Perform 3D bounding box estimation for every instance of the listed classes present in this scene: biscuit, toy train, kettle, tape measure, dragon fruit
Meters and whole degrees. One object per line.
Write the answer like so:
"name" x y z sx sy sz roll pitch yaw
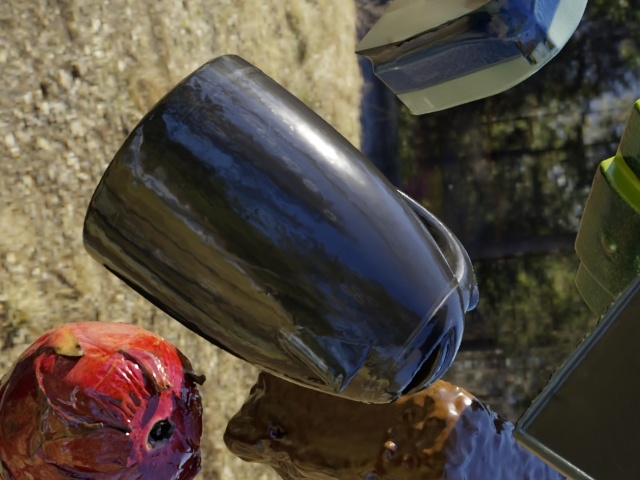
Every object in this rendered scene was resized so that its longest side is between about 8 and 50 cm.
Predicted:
"biscuit" 0.119 0.289 1.284 0.395 0.343 0.166 44 57 -45
"toy train" 0.484 -0.042 1.328 0.179 0.273 0.442 56 -21 34
"kettle" 0.000 0.000 0.834 0.268 0.290 0.207 -42 164 -54
"tape measure" 0.218 -0.302 1.337 0.138 0.259 0.262 49 55 -26
"dragon fruit" -0.250 0.200 1.120 0.252 0.241 0.240 167 -80 -66

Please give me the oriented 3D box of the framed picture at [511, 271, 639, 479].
"framed picture" 0.287 0.088 0.704 0.265 0.192 0.018 -47 144 -12
